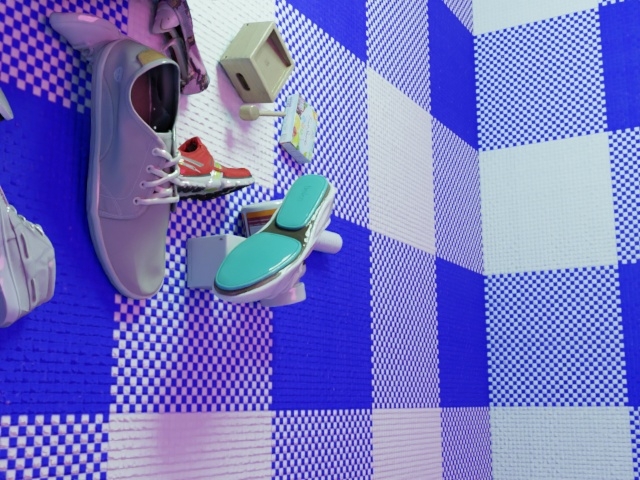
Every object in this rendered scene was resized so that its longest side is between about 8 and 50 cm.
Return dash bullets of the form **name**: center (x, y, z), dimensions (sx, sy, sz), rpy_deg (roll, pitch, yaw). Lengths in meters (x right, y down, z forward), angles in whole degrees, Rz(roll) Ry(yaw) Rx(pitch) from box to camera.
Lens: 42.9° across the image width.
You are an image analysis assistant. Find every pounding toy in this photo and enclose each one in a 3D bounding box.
- **pounding toy**: center (-0.146, -0.343, 1.792), dimensions (0.206, 0.094, 0.181), rpy_deg (-64, 143, -31)

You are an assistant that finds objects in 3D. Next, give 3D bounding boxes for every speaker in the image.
- **speaker**: center (0.000, 0.000, 2.008), dimensions (0.136, 0.055, 0.055), rpy_deg (12, 74, -59)

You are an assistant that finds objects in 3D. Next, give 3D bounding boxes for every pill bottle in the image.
- **pill bottle**: center (-0.097, 0.025, 1.762), dimensions (0.121, 0.121, 0.221), rpy_deg (-17, 99, -60)

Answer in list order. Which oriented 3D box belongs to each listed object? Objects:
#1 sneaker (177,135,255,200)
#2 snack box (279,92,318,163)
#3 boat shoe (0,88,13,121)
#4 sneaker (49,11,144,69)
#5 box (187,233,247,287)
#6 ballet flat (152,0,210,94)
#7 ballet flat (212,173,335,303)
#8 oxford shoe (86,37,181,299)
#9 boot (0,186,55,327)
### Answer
- **sneaker**: center (-0.225, -0.146, 1.596), dimensions (0.279, 0.107, 0.118), rpy_deg (-5, 79, -63)
- **snack box**: center (-0.052, -0.272, 1.990), dimensions (0.100, 0.037, 0.141), rpy_deg (43, 49, -51)
- **boat shoe**: center (-0.534, -0.262, 1.081), dimensions (0.303, 0.091, 0.114), rpy_deg (57, -5, -37)
- **sneaker**: center (-0.377, -0.320, 1.392), dimensions (0.212, 0.080, 0.094), rpy_deg (18, 80, -60)
- **box**: center (-0.198, 0.045, 1.600), dimensions (0.087, 0.101, 0.101), rpy_deg (14, 73, -60)
- **ballet flat**: center (-0.281, -0.390, 1.583), dimensions (0.079, 0.076, 0.222), rpy_deg (-29, 111, -38)
- **ballet flat**: center (-0.071, 0.023, 1.597), dimensions (0.400, 0.139, 0.139), rpy_deg (-55, 131, -45)
- **oxford shoe**: center (-0.301, -0.113, 1.382), dimensions (0.169, 0.130, 0.450), rpy_deg (-20, 114, -61)
- **boot**: center (-0.459, -0.013, 1.175), dimensions (0.123, 0.095, 0.258), rpy_deg (-39, 126, -63)
